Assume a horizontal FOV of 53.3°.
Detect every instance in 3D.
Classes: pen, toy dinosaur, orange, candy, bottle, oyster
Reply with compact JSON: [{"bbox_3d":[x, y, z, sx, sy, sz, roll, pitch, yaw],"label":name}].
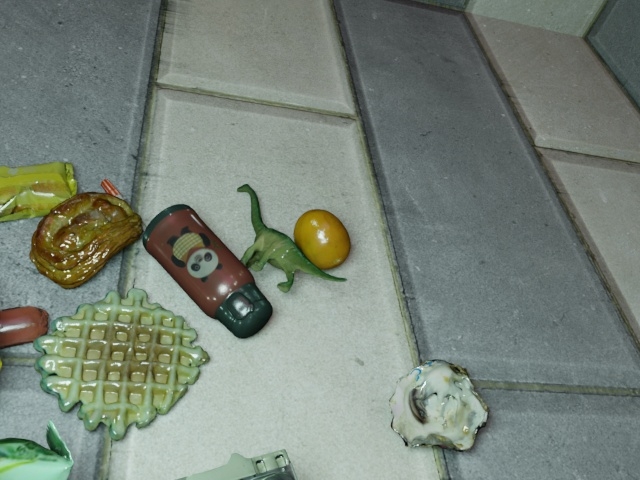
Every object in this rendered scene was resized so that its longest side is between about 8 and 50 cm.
[{"bbox_3d":[-0.464,-0.067,1.547,0.028,0.028,0.239,-25,60,-37],"label":"pen"},{"bbox_3d":[-0.087,-0.011,1.547,0.446,0.087,0.301,13,43,25],"label":"toy dinosaur"},{"bbox_3d":[0.000,0.000,1.569,0.124,0.156,0.156,-39,67,-20],"label":"orange"},{"bbox_3d":[-0.535,0.411,0.884,0.397,0.263,0.172,-21,69,-35],"label":"candy"},{"bbox_3d":[-0.240,0.073,1.415,0.336,0.144,0.144,43,48,19],"label":"bottle"},{"bbox_3d":[0.243,0.355,1.362,0.222,0.083,0.214,0,44,-13],"label":"oyster"}]

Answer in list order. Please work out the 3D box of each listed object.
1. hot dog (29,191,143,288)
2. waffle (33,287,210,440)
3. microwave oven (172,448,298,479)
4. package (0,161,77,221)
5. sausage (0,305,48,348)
[{"bbox_3d":[-0.507,-0.020,1.410,0.175,0.114,0.259,29,49,13],"label":"hot dog"},{"bbox_3d":[-0.391,0.230,1.259,0.291,0.056,0.309,37,45,14],"label":"waffle"},{"bbox_3d":[-0.184,0.504,0.956,0.354,0.219,0.286,-6,49,-26],"label":"microwave oven"},{"bbox_3d":[-0.667,-0.113,1.472,0.226,0.090,0.168,-9,54,-25],"label":"package"},{"bbox_3d":[-0.599,0.169,1.235,0.141,0.076,0.076,-8,50,-28],"label":"sausage"}]
